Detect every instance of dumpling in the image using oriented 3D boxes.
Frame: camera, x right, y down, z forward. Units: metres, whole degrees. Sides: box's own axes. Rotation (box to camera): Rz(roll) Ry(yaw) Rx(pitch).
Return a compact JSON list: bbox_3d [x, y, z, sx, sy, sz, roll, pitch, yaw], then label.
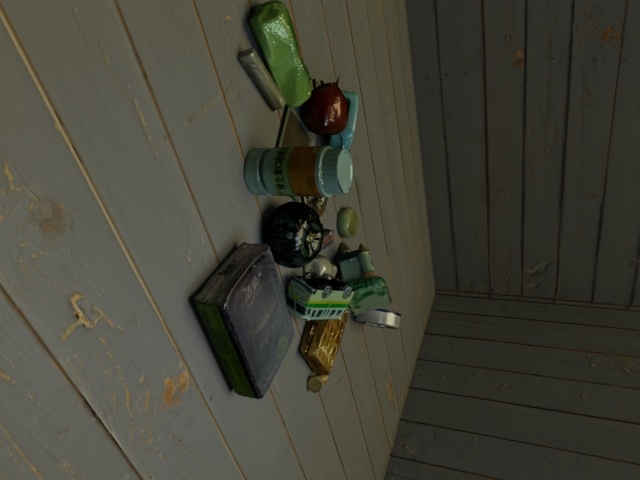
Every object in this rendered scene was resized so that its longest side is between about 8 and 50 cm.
[{"bbox_3d":[-0.003,0.137,2.036,0.176,0.092,0.150,20,89,-69],"label":"dumpling"}]

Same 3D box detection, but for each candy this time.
[{"bbox_3d":[-0.124,-0.612,1.647,0.142,0.132,0.343,56,-7,41],"label":"candy"}]

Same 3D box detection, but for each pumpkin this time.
[{"bbox_3d":[-0.091,-0.020,1.718,0.233,0.163,0.233,-26,121,-55],"label":"pumpkin"}]

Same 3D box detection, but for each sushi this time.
[{"bbox_3d":[0.005,-0.552,2.031,0.192,0.040,0.210,-26,116,-63],"label":"sushi"}]

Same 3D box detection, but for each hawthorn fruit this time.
[{"bbox_3d":[0.027,-0.515,1.890,0.181,0.181,0.235,-12,122,-65],"label":"hawthorn fruit"}]

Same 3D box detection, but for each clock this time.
[{"bbox_3d":[0.292,0.396,2.545,0.230,0.230,0.083,33,66,-63],"label":"clock"},{"bbox_3d":[0.086,-0.463,2.071,0.223,0.094,0.274,120,-19,-76],"label":"clock"}]

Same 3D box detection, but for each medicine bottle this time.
[{"bbox_3d":[-0.065,-0.216,1.565,0.158,0.318,0.158,4,90,-67],"label":"medicine bottle"}]

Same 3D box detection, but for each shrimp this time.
[{"bbox_3d":[-0.017,-0.225,2.004,0.198,0.051,0.262,22,75,-64],"label":"shrimp"}]

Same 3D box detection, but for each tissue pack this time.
[{"bbox_3d":[-0.214,0.242,1.516,0.288,0.124,0.394,-59,144,-48],"label":"tissue pack"}]

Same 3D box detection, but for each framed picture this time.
[{"bbox_3d":[-0.103,-0.318,1.840,0.231,0.018,0.293,45,52,-59],"label":"framed picture"}]

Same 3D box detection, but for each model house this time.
[{"bbox_3d":[0.176,0.131,2.257,0.267,0.194,0.325,63,11,-58],"label":"model house"}]

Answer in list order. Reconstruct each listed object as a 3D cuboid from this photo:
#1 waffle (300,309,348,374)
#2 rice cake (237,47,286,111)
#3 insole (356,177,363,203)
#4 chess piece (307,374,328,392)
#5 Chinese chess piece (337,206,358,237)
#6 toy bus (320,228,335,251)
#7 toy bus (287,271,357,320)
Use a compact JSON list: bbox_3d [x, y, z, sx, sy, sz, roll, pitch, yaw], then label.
[{"bbox_3d":[0.018,0.376,2.095,0.224,0.098,0.328,61,40,-48],"label":"waffle"},{"bbox_3d":[-0.181,-0.510,1.599,0.256,0.057,0.052,51,30,-56],"label":"rice cake"},{"bbox_3d":[0.202,-0.252,2.551,0.053,0.002,0.153,-59,144,-47],"label":"insole"},{"bbox_3d":[-0.006,0.595,2.105,0.122,0.066,0.066,4,89,-72],"label":"chess piece"},{"bbox_3d":[0.127,-0.084,2.336,0.144,0.058,0.144,1,90,-66],"label":"Chinese chess piece"},{"bbox_3d":[0.000,0.000,2.051,0.192,0.065,0.077,-36,132,-60],"label":"toy bus"},{"bbox_3d":[-0.005,0.220,1.901,0.276,0.133,0.165,9,107,-50],"label":"toy bus"}]
